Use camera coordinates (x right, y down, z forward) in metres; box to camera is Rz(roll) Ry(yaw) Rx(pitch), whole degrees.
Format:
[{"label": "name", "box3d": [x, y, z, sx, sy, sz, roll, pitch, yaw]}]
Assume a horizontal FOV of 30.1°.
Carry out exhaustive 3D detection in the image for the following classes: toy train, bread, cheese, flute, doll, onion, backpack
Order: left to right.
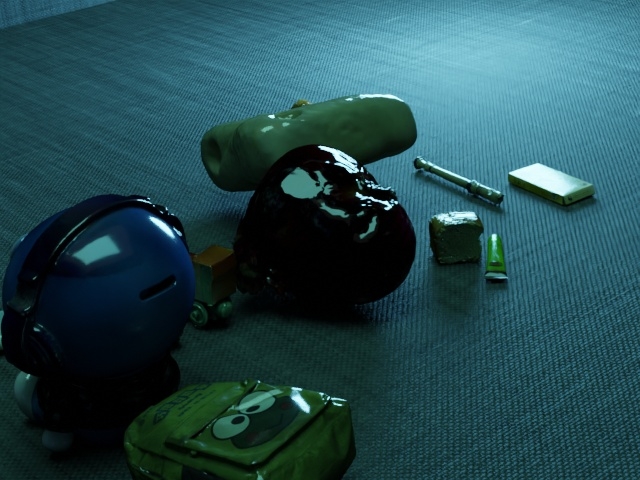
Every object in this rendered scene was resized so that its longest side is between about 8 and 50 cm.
[{"label": "doll", "box3d": [-0.271, 0.094, 1.476, 0.240, 0.309, 0.284, 16, 32, 33]}, {"label": "toy train", "box3d": [-0.200, 0.056, 1.764, 0.176, 0.118, 0.074, 18, 31, 35]}, {"label": "backpack", "box3d": [-0.097, 0.243, 1.339, 0.253, 0.140, 0.207, 6, 27, 35]}, {"label": "cheese", "box3d": [-0.016, -0.165, 2.045, 0.329, 0.129, 0.351, -12, 3, -21]}, {"label": "onion", "box3d": [0.017, -0.010, 1.769, 0.281, 0.221, 0.280, -4, 52, 5]}, {"label": "bread", "box3d": [0.214, -0.010, 1.876, 0.083, 0.076, 0.070, -8, 29, -4]}, {"label": "flute", "box3d": [0.246, -0.107, 2.134, 0.027, 0.027, 0.233, -20, 30, -28]}]

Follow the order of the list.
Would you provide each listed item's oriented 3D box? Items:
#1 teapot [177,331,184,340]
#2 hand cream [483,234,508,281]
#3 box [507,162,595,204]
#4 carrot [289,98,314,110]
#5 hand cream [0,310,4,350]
[{"label": "teapot", "box3d": [-0.300, 0.132, 1.682, 0.201, 0.077, 0.107, -14, -4, -20]}, {"label": "hand cream", "box3d": [0.271, 0.029, 1.848, 0.036, 0.023, 0.122, 2, 30, 6]}, {"label": "box", "box3d": [0.405, -0.100, 2.096, 0.073, 0.020, 0.149, -20, 29, -29]}, {"label": "carrot", "box3d": [0.024, -0.229, 2.405, 0.061, 0.061, 0.210, -24, 37, -35]}, {"label": "hand cream", "box3d": [-0.454, 0.123, 1.750, 0.321, 0.067, 0.109, -16, 28, -11]}]
